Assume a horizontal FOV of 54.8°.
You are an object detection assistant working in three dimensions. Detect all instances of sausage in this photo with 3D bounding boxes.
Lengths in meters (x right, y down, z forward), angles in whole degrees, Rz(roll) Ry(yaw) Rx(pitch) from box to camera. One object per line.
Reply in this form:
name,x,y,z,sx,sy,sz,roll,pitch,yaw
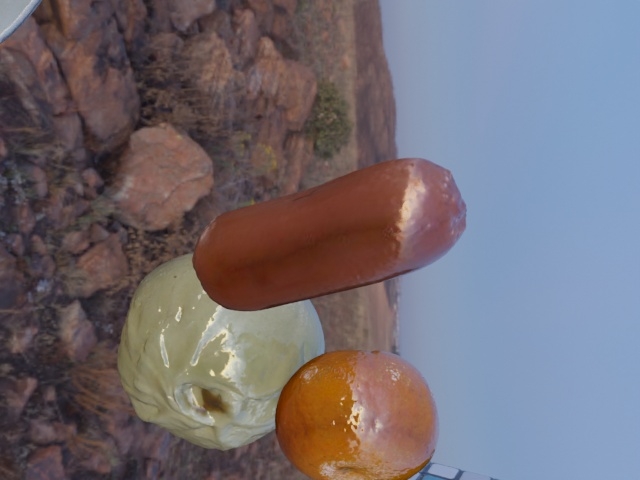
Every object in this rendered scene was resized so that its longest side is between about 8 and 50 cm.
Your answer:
sausage,0.000,0.000,0.411,0.077,0.194,0.077,-16,90,-70

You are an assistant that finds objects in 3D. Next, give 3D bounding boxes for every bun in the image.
bun,-0.177,0.206,1.023,0.202,0.364,0.364,-78,163,-62

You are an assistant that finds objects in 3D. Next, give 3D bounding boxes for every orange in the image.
orange,0.049,0.238,0.844,0.170,0.223,0.224,-85,170,-45

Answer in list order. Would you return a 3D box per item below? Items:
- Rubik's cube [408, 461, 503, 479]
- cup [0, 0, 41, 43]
Rubik's cube,0.210,0.562,1.076,0.259,0.253,0.256,-4,99,-62
cup,-0.350,-0.304,0.458,0.163,0.347,0.347,-116,-163,-63
